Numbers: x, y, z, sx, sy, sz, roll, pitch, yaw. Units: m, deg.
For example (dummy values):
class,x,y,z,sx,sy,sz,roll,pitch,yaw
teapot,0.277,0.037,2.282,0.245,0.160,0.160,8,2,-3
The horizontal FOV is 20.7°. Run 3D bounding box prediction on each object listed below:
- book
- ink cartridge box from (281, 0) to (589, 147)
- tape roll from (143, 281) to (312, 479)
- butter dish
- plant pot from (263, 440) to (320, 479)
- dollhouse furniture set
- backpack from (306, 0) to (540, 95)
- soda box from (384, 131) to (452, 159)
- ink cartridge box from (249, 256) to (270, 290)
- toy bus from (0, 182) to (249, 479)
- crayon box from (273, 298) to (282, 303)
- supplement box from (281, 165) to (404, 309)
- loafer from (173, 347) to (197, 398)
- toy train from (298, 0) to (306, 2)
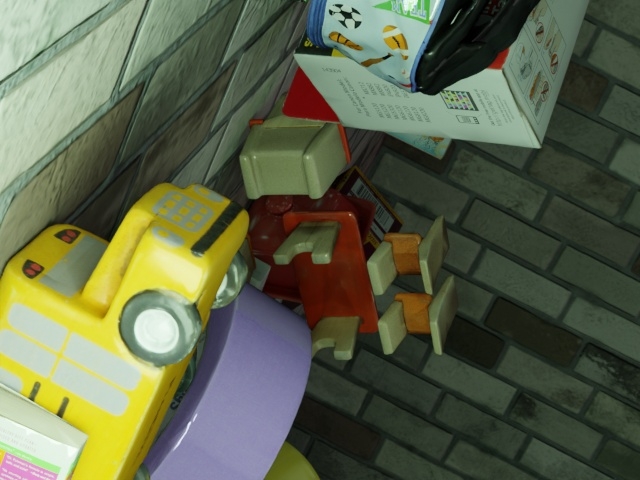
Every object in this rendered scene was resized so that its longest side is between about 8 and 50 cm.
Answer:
class,x,y,z,sx,sy,sz,roll,pitch,yaw
book,-0.212,0.160,1.092,0.144,0.096,0.035,-64,176,26
ink cartridge box,0.104,-0.256,1.597,0.130,0.271,0.309,53,51,-52
tape roll,-0.124,0.165,1.622,0.275,0.090,0.275,-48,-159,25
butter dish,-0.035,-0.018,2.124,0.160,0.159,0.118,-66,152,-26
plant pot,-0.121,0.337,1.974,0.239,0.254,0.254,-35,157,-46
dollhouse furniture set,0.001,-0.011,1.814,0.135,0.262,0.259,-61,145,-53
backpack,0.081,-0.254,1.360,0.276,0.213,0.263,51,60,-77
soda box,0.083,-0.172,2.118,0.063,0.183,0.058,-60,176,-48
ink cartridge box,-0.102,0.054,2.100,0.029,0.063,0.115,-58,174,-33
toy bus,-0.163,0.109,1.137,0.333,0.130,0.108,-64,175,25
crayon box,-0.158,0.195,2.206,0.202,0.081,0.318,-66,176,38
supplement box,0.000,0.000,2.277,0.188,0.104,0.081,-33,-167,33
loafer,-0.136,0.054,1.465,0.267,0.096,0.084,105,6,-63
toy train,-0.002,-0.260,1.625,0.024,0.017,0.083,-87,-158,-75
